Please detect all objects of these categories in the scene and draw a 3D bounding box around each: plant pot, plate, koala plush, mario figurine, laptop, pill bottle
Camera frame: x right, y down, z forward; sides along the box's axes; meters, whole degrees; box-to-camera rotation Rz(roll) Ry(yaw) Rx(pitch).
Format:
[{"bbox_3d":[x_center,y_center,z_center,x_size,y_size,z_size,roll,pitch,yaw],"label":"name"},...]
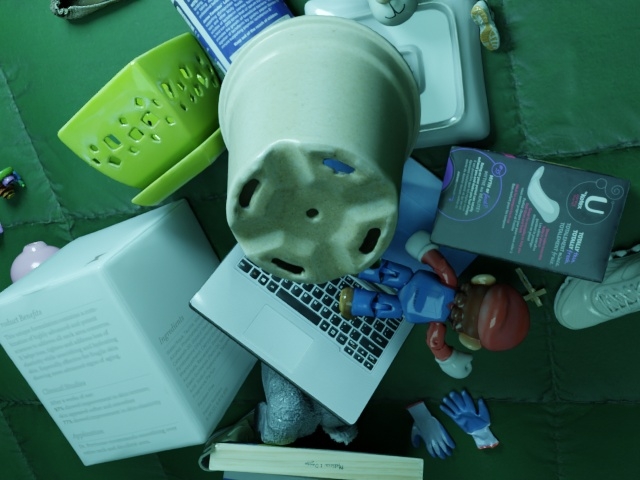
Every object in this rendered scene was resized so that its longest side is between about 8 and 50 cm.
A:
[{"bbox_3d":[-0.286,-0.208,1.156,0.228,0.227,0.207,-30,108,28],"label":"plant pot"},{"bbox_3d":[0.129,-0.277,1.053,0.277,0.045,0.278,-7,111,12],"label":"plate"},{"bbox_3d":[-0.014,0.348,1.360,0.221,0.203,0.196,7,96,-15],"label":"koala plush"},{"bbox_3d":[0.201,0.111,1.115,0.320,0.170,0.198,15,127,10],"label":"mario figurine"},{"bbox_3d":[0.043,0.049,1.163,0.382,0.408,0.236,37,155,0],"label":"laptop"},{"bbox_3d":[-0.153,-0.394,1.054,0.153,0.153,0.265,-31,102,29],"label":"pill bottle"},{"bbox_3d":[-0.004,-0.115,0.928,0.333,0.306,0.334,1,126,1],"label":"plant pot"}]

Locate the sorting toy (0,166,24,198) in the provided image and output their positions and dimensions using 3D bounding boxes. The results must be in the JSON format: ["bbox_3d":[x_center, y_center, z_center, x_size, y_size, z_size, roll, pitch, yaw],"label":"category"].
[{"bbox_3d":[-0.697,-0.125,1.428,0.042,0.061,0.102,46,143,-7],"label":"sorting toy"}]

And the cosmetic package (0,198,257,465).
[{"bbox_3d":[-0.381,0.185,1.314,0.329,0.327,0.394,-17,109,25],"label":"cosmetic package"}]

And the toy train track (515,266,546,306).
[{"bbox_3d":[0.387,0.084,1.181,0.048,0.014,0.083,-29,97,36],"label":"toy train track"}]

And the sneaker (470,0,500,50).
[{"bbox_3d":[0.267,-0.341,1.006,0.031,0.037,0.083,3,141,40],"label":"sneaker"}]

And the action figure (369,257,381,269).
[{"bbox_3d":[0.000,0.000,1.088,0.232,0.137,0.064,-1,116,26],"label":"action figure"}]

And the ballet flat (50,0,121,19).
[{"bbox_3d":[-0.401,-0.466,1.160,0.249,0.058,0.084,-14,110,24],"label":"ballet flat"}]

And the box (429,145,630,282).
[{"bbox_3d":[0.331,-0.051,1.039,0.270,0.143,0.165,14,101,13],"label":"box"}]

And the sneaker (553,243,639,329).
[{"bbox_3d":[0.522,0.072,1.069,0.110,0.118,0.292,46,122,-8],"label":"sneaker"}]

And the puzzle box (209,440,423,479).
[{"bbox_3d":[-0.010,0.459,1.323,0.408,0.272,0.052,4,74,1],"label":"puzzle box"}]

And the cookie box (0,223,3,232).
[{"bbox_3d":[-0.821,-0.056,1.515,0.107,0.040,0.092,3,115,18],"label":"cookie box"}]

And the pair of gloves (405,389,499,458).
[{"bbox_3d":[0.274,0.398,1.367,0.198,0.023,0.159,-25,104,27],"label":"pair of gloves"}]

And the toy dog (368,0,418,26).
[{"bbox_3d":[0.026,-0.479,0.920,0.333,0.161,0.220,41,116,11],"label":"toy dog"}]

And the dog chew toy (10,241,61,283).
[{"bbox_3d":[-0.609,0.165,1.467,0.206,0.206,0.332,-6,104,21],"label":"dog chew toy"}]

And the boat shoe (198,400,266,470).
[{"bbox_3d":[-0.167,0.474,1.514,0.302,0.094,0.109,-35,100,29],"label":"boat shoe"}]

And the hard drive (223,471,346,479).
[{"bbox_3d":[-0.027,0.535,1.416,0.318,0.210,0.040,-7,70,34],"label":"hard drive"}]
